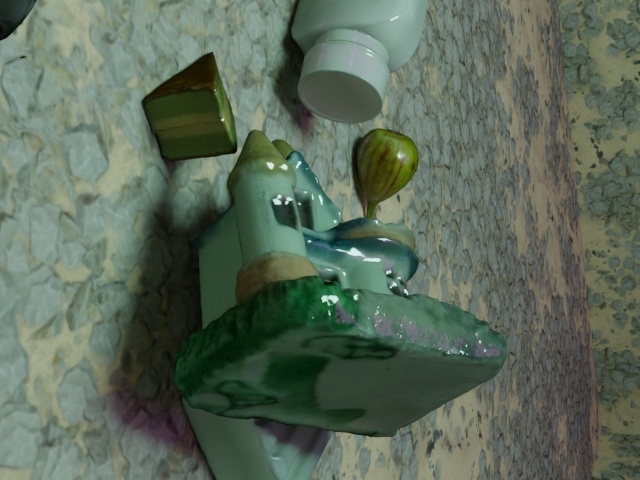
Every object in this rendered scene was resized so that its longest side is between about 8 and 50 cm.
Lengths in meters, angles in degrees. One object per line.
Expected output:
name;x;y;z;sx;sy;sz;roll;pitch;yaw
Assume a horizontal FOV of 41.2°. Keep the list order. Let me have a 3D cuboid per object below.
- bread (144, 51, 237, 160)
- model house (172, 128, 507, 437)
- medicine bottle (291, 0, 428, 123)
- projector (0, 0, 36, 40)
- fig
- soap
bread;-0.099;-0.141;0.849;0.139;0.084;0.074;-53;133;-52
model house;0.000;0.000;0.839;0.267;0.194;0.325;17;47;-36
medicine bottle;0.053;-0.297;1.071;0.111;0.161;0.296;49;45;-49
projector;-0.286;-0.319;0.322;0.395;0.242;0.405;26;67;-63
fig;0.095;-0.078;1.228;0.093;0.093;0.166;5;88;-63
soap;-0.034;0.147;0.953;0.265;0.087;0.160;-54;133;-50
